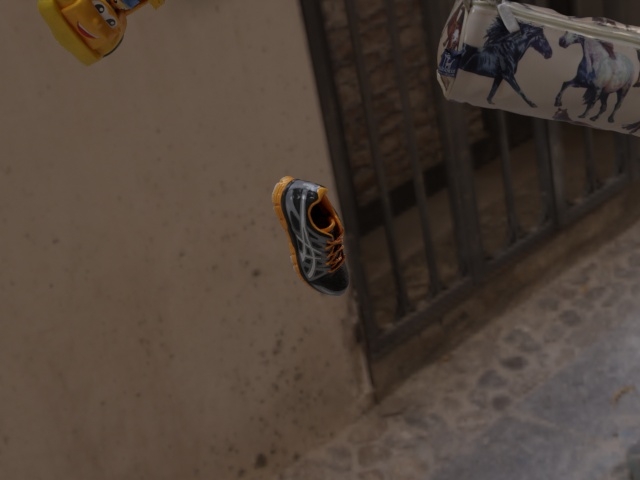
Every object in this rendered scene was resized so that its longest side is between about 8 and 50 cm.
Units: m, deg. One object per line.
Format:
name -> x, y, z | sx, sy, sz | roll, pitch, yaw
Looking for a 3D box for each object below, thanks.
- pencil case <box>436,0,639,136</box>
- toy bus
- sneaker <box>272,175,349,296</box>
pencil case -> 0.368, -0.242, 1.502 | 0.410, 0.183, 0.160 | 11, 68, 3
toy bus -> -0.281, -0.384, 1.580 | 0.211, 0.149, 0.220 | -11, 48, 24
sneaker -> 0.000, 0.000, 1.659 | 0.083, 0.215, 0.084 | 2, 40, 40
